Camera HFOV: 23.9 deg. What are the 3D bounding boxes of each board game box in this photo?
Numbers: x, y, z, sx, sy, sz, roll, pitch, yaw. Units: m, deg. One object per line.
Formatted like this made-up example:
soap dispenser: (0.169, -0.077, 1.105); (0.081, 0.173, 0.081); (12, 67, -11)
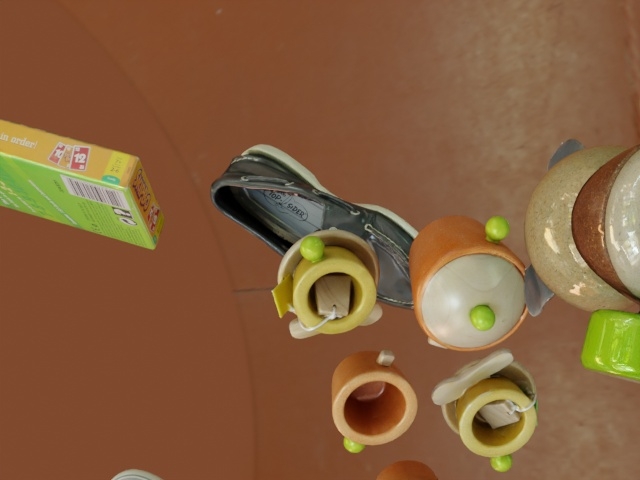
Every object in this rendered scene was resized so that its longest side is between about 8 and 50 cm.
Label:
board game box: (-0.255, -0.060, 1.177); (0.260, 0.124, 0.039); (13, 70, 9)

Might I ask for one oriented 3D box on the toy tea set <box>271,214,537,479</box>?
toy tea set: (0.095, 0.132, 1.258); (0.200, 0.124, 0.336); (-19, 117, 0)

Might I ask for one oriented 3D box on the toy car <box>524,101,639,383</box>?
toy car: (0.168, -0.001, 0.786); (0.149, 0.188, 0.155); (17, 85, -24)

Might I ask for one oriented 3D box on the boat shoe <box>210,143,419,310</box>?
boat shoe: (0.001, -0.004, 1.901); (0.340, 0.127, 0.113); (38, 40, 20)

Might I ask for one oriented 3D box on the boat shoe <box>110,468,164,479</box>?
boat shoe: (-0.145, 0.333, 1.520); (0.079, 0.081, 0.227); (-34, 87, 8)
